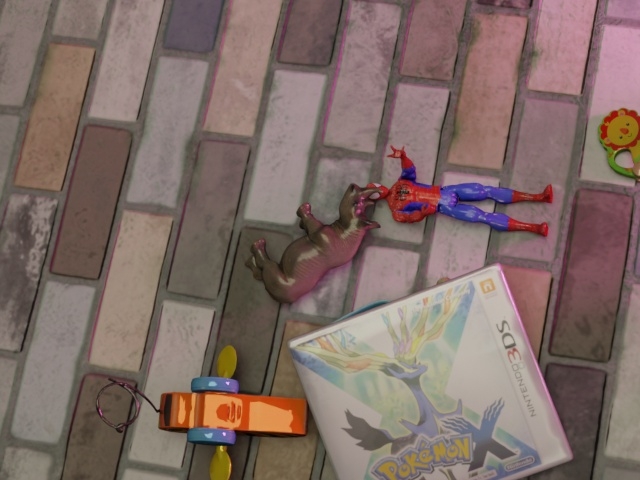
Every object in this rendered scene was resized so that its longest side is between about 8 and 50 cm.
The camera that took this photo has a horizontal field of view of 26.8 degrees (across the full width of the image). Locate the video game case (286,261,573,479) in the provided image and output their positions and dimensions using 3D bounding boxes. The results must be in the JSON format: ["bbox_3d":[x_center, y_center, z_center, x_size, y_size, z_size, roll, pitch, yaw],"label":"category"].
[{"bbox_3d":[0.154,0.227,1.920,0.329,0.036,0.300,-21,87,7],"label":"video game case"}]

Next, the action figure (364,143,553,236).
[{"bbox_3d":[0.195,-0.070,1.982,0.280,0.139,0.091,6,75,16],"label":"action figure"}]

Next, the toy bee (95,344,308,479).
[{"bbox_3d":[-0.173,0.244,1.981,0.298,0.162,0.195,27,73,-8],"label":"toy bee"}]

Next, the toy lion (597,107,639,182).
[{"bbox_3d":[0.457,-0.146,2.001,0.096,0.034,0.100,19,80,23],"label":"toy lion"}]

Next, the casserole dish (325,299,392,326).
[{"bbox_3d":[0.059,0.166,1.996,0.188,0.037,0.114,-29,72,4],"label":"casserole dish"}]

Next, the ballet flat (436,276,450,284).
[{"bbox_3d":[0.200,0.135,1.960,0.049,0.057,0.173,-11,74,-19],"label":"ballet flat"}]

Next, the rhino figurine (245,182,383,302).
[{"bbox_3d":[0.000,0.000,2.022,0.243,0.073,0.106,-38,69,10],"label":"rhino figurine"}]
